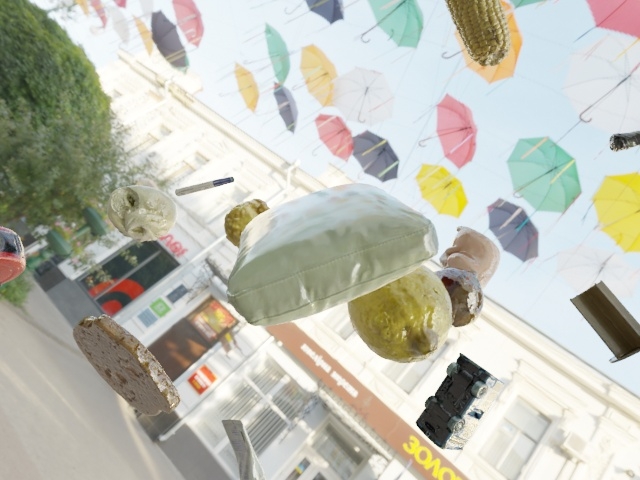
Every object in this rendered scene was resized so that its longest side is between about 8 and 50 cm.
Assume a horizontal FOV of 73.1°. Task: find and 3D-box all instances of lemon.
[{"bbox_3d":[0.189,0.164,1.040,0.245,0.245,0.320,62,-1,-25],"label":"lemon"}]

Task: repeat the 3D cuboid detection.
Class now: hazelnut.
[{"bbox_3d":[0.420,0.184,1.406,0.208,0.208,0.208,38,-27,24],"label":"hazelnut"}]

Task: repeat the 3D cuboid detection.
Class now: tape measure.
[{"bbox_3d":[-0.905,0.057,1.096,0.114,0.260,0.253,67,15,12],"label":"tape measure"}]

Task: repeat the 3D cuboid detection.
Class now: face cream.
[{"bbox_3d":[-0.214,0.618,1.234,0.114,0.070,0.224,-22,-94,44],"label":"face cream"}]

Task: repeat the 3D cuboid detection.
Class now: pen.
[{"bbox_3d":[-0.330,-0.155,1.229,0.203,0.025,0.025,-9,-56,25],"label":"pen"}]

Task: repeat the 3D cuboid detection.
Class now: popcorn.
[{"bbox_3d":[-0.204,-0.041,1.311,0.180,0.170,0.180,18,-69,57],"label":"popcorn"}]

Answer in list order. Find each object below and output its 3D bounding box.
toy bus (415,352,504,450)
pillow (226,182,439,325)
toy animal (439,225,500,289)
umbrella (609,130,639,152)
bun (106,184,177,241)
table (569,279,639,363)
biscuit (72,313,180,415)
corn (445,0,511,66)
[{"bbox_3d":[0.297,0.347,0.916,0.106,0.185,0.090,34,0,-38],"label":"toy bus"},{"bbox_3d":[0.000,0.000,0.608,0.322,0.255,0.120,-115,-176,-75],"label":"pillow"},{"bbox_3d":[0.570,0.083,1.670,0.212,0.256,0.195,21,-25,39],"label":"toy animal"},{"bbox_3d":[0.749,-0.232,0.954,0.188,0.051,0.046,-10,-24,17],"label":"umbrella"},{"bbox_3d":[-0.533,-0.074,1.287,0.193,0.178,0.128,55,23,-57],"label":"bun"},{"bbox_3d":[0.930,0.252,1.388,0.227,0.166,0.167,60,-20,23],"label":"table"},{"bbox_3d":[-0.432,0.275,0.958,0.257,0.049,0.273,-26,-75,43],"label":"biscuit"},{"bbox_3d":[0.282,-0.475,0.827,0.106,0.106,0.294,-18,-90,64],"label":"corn"}]
